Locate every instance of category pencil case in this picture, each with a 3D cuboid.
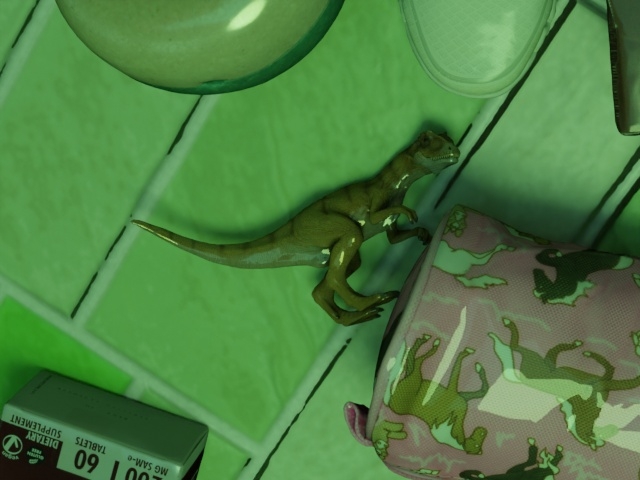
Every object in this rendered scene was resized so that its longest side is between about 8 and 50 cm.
[{"bbox_3d":[0.216,0.111,0.925,0.386,0.167,0.160,20,140,7],"label":"pencil case"}]

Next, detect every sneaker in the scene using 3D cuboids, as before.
[{"bbox_3d":[0.094,-0.221,0.882,0.110,0.118,0.292,7,107,8],"label":"sneaker"}]

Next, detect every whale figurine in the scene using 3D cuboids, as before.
[{"bbox_3d":[-0.070,-0.218,0.927,0.216,0.141,0.272,-10,78,14],"label":"whale figurine"}]

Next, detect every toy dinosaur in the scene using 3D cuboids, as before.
[{"bbox_3d":[0.000,0.000,0.999,0.212,0.064,0.112,-24,78,9],"label":"toy dinosaur"}]

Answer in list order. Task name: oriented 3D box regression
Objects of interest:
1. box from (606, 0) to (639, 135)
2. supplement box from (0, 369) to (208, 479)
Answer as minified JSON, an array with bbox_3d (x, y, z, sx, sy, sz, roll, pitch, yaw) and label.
[{"bbox_3d":[0.235,-0.159,0.822,0.167,0.203,0.168,-3,104,12],"label":"box"},{"bbox_3d":[-0.173,0.225,1.079,0.130,0.073,0.239,18,108,6],"label":"supplement box"}]
